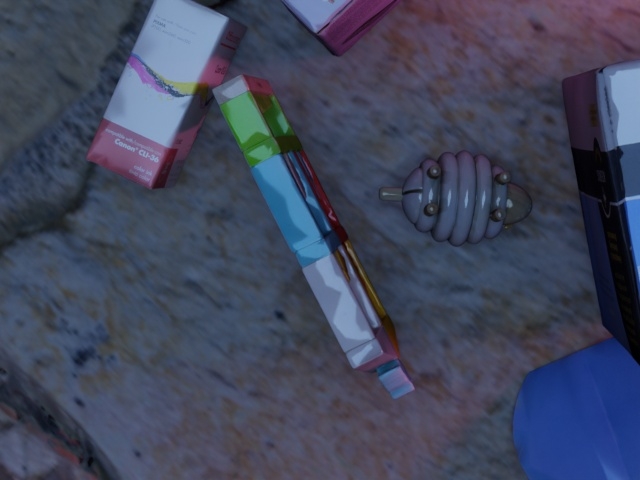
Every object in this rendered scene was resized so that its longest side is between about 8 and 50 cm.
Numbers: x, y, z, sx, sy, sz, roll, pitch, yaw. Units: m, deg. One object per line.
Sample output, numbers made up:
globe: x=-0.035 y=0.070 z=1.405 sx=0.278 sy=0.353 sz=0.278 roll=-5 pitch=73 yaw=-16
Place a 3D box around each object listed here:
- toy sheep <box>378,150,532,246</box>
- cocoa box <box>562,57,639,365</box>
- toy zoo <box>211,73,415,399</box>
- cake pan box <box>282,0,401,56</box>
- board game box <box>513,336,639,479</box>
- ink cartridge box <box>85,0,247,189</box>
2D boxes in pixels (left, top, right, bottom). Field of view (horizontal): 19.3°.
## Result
toy sheep: x=0.116 y=-0.037 z=1.607 sx=0.132 sy=0.091 sz=0.091 roll=9 pitch=94 yaw=-4
cocoa box: x=0.326 y=-0.038 z=1.462 sx=0.231 sy=0.347 sz=0.228 roll=-10 pitch=93 yaw=4
toy zoo: x=0.000 y=0.000 z=1.565 sx=0.030 sy=0.192 sz=0.293 roll=-27 pitch=92 yaw=6
cake pan box: x=0.081 y=-0.264 z=1.518 sx=0.267 sy=0.246 sz=0.070 roll=-42 pitch=90 yaw=6
board game box: x=0.251 y=0.158 z=1.626 sx=0.168 sy=0.033 sz=0.133 roll=-25 pitch=62 yaw=12
ink cartridge box: x=-0.122 y=-0.146 z=1.604 sx=0.067 sy=0.115 sz=0.198 roll=25 pitch=95 yaw=3
